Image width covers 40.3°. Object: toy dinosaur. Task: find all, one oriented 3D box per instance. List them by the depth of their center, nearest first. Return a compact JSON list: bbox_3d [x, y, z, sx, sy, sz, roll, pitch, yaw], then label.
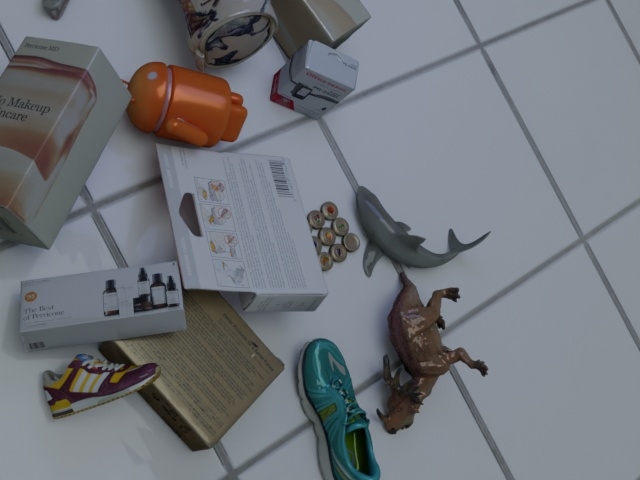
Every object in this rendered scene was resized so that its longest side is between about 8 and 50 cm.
[{"bbox_3d":[0.172,0.191,1.616,0.200,0.127,0.296,-9,74,-24],"label":"toy dinosaur"}]

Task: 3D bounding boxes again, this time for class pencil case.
[{"bbox_3d":[-0.224,-0.507,1.553,0.183,0.160,0.410,-24,80,-5],"label":"pencil case"}]

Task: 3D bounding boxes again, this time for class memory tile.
[{"bbox_3d":[0.000,0.000,1.636,0.148,0.012,0.113,-34,93,-33],"label":"memory tile"}]

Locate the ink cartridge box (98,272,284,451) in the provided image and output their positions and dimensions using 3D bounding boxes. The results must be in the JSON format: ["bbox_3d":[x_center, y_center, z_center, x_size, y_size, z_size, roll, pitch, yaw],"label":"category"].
[{"bbox_3d":[-0.206,0.190,1.414,0.235,0.088,0.193,49,56,-6],"label":"ink cartridge box"}]

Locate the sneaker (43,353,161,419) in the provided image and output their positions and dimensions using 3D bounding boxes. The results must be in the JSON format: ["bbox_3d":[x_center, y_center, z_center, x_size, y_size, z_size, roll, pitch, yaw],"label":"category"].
[{"bbox_3d":[-0.331,0.202,1.302,0.185,0.069,0.084,-21,86,8],"label":"sneaker"}]

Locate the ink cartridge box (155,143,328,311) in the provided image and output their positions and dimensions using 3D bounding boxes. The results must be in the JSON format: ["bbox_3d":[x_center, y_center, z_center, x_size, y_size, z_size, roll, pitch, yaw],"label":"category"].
[{"bbox_3d":[-0.144,-0.022,1.475,0.261,0.066,0.296,4,54,-30],"label":"ink cartridge box"}]

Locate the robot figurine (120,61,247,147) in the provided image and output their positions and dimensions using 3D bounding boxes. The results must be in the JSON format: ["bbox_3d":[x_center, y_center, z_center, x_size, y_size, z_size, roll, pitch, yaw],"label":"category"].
[{"bbox_3d":[-0.238,-0.233,1.503,0.219,0.128,0.158,11,74,-25],"label":"robot figurine"}]

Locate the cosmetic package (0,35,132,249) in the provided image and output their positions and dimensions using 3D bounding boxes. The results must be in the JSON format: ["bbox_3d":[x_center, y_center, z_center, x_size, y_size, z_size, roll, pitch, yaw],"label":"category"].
[{"bbox_3d":[-0.432,-0.153,1.329,0.153,0.129,0.296,10,63,20],"label":"cosmetic package"}]

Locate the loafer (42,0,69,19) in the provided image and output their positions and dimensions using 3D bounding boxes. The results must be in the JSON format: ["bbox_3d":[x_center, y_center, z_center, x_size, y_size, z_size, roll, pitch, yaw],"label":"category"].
[{"bbox_3d":[-0.445,-0.438,1.509,0.045,0.039,0.125,10,62,9],"label":"loafer"}]

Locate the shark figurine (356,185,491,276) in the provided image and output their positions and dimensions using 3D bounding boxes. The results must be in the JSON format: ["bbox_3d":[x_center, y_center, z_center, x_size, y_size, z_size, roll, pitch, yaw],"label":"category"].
[{"bbox_3d":[0.192,0.006,1.687,0.278,0.116,0.166,20,67,-21],"label":"shark figurine"}]

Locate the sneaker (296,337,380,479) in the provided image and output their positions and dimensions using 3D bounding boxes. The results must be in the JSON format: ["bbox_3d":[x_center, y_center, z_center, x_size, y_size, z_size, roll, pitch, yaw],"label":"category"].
[{"bbox_3d":[0.043,0.298,1.510,0.107,0.110,0.275,-13,81,-32],"label":"sneaker"}]

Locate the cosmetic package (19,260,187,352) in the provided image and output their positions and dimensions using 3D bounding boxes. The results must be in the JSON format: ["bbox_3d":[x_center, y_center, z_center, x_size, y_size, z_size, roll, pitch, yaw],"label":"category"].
[{"bbox_3d":[-0.328,0.097,1.321,0.239,0.060,0.099,-8,49,-9],"label":"cosmetic package"}]

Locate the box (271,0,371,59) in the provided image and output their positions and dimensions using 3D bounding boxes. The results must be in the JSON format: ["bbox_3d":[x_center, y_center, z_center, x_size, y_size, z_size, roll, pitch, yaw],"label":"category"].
[{"bbox_3d":[-0.061,-0.502,1.679,0.121,0.148,0.311,-40,95,-32],"label":"box"}]

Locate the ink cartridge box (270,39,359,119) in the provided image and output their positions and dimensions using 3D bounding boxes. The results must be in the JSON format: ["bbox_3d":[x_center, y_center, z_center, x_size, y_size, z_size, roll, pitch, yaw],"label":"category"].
[{"bbox_3d":[-0.012,-0.299,1.639,0.109,0.150,0.063,20,66,-23],"label":"ink cartridge box"}]
